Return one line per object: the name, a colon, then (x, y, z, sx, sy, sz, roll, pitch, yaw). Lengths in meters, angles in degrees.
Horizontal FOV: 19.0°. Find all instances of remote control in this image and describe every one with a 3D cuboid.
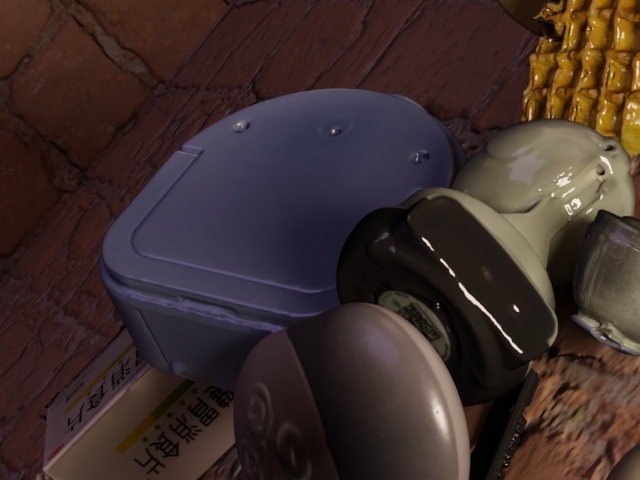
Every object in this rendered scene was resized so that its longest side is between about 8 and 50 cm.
remote control: (0.021, 0.174, 1.682, 0.103, 0.221, 0.332, -16, -6, -34)

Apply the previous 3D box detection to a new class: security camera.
security camera: (0.164, -0.002, 1.704, 0.277, 0.197, 0.191, -42, 1, -30)

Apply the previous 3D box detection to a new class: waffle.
waffle: (0.285, -0.207, 1.867, 0.309, 0.065, 0.283, -50, 44, 34)

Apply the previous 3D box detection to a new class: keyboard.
keyboard: (0.143, 0.196, 1.648, 0.060, 0.018, 0.195, -35, 22, 53)

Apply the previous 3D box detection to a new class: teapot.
teapot: (0.250, 0.035, 1.585, 0.108, 0.111, 0.149, -61, 24, 6)

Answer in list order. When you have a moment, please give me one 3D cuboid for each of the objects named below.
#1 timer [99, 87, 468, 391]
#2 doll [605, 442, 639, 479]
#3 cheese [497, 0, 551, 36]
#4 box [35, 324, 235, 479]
timer: (0.000, 0.000, 1.963, 0.395, 0.173, 0.395, -14, 38, 11)
doll: (0.216, 0.267, 1.060, 0.215, 0.226, 0.370, 18, 57, 28)
cheese: (0.285, -0.340, 2.106, 0.214, 0.117, 0.226, -44, -19, -43)
box: (-0.168, 0.167, 2.179, 0.333, 0.145, 0.173, -45, 18, 9)
